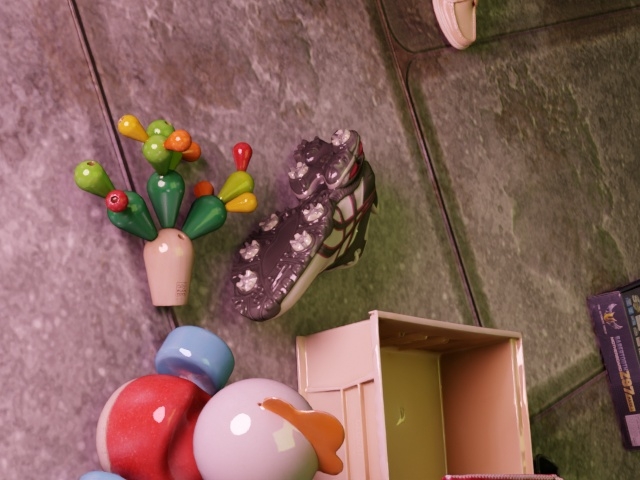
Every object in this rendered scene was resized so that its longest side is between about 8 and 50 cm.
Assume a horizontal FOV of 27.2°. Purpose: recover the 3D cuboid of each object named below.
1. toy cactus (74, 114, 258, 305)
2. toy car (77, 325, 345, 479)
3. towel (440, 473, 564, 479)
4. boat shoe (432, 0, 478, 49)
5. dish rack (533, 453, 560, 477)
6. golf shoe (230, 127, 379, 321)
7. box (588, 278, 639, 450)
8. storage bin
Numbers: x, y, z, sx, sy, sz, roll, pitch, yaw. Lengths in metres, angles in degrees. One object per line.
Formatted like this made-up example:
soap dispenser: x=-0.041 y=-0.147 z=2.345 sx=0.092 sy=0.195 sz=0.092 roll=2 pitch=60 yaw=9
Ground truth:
toy cactus: x=-0.138 y=-0.028 z=1.284 sx=0.219 sy=0.112 sz=0.181 roll=0 pitch=88 yaw=-57
toy car: x=-0.063 y=0.199 z=1.179 sx=0.210 sy=0.238 sz=0.219 roll=52 pitch=46 yaw=-24
towel: x=0.115 y=0.340 z=1.350 sx=0.198 sy=0.275 sz=0.031 roll=10 pitch=34 yaw=-46
boat shoe: x=0.186 y=-0.342 z=1.767 sx=0.063 sy=0.059 sz=0.170 roll=-3 pitch=80 yaw=-49
dish rack: x=0.335 y=0.412 z=1.612 sx=0.271 sy=0.074 sz=0.208 roll=42 pitch=23 yaw=-14
golf shoe: x=0.000 y=0.000 z=1.421 sx=0.120 sy=0.105 sz=0.273 roll=57 pitch=43 yaw=-30
box: x=0.487 y=0.174 z=1.950 sx=0.183 sy=0.059 sz=0.233 roll=-11 pitch=87 yaw=-51
storage bin: x=0.109 y=0.227 z=1.456 sx=0.262 sy=0.123 sz=0.260 roll=12 pitch=70 yaw=-47
